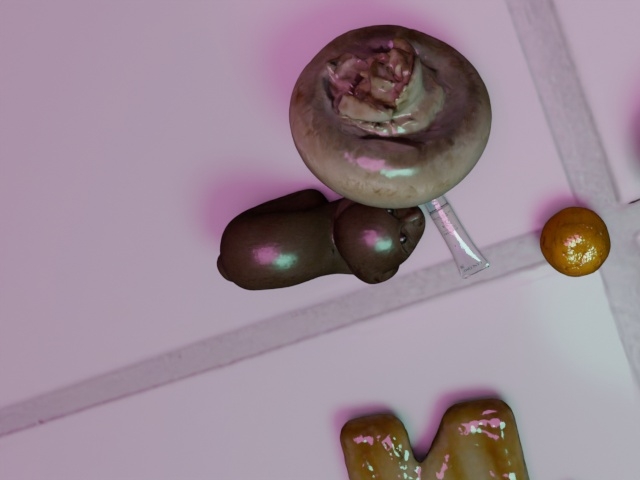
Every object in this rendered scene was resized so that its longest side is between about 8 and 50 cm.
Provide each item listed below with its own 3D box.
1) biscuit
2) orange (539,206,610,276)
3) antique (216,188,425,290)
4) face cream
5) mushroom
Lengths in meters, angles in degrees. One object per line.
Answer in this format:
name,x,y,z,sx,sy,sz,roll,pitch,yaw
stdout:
biscuit,0.163,0.354,1.044,0.237,0.062,0.290,-14,98,15
orange,0.300,0.001,0.936,0.083,0.070,0.083,1,110,3
antique,0.000,0.000,0.967,0.257,0.143,0.121,-3,99,11
face cream,0.167,-0.007,0.990,0.038,0.020,0.115,-29,97,16
mushroom,0.078,-0.147,0.883,0.227,0.226,0.178,13,145,10
